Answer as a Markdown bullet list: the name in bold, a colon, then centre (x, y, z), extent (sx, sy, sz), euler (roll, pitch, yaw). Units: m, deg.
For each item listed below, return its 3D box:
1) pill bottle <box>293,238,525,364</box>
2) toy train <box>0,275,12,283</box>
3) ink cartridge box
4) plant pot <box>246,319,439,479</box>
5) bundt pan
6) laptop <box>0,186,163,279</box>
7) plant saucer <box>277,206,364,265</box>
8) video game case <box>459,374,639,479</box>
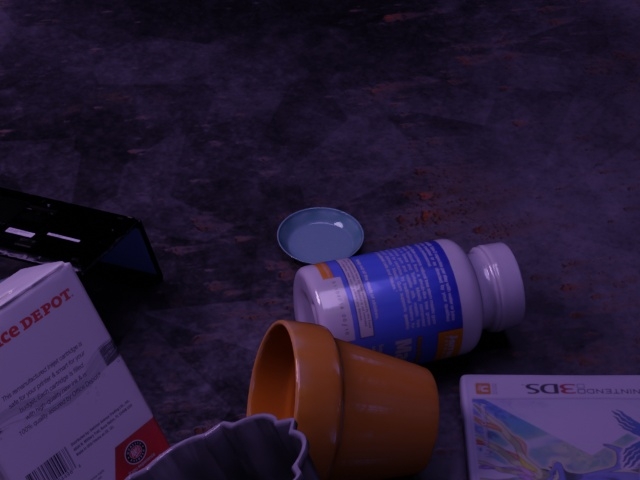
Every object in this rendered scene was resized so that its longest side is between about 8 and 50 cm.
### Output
- **pill bottle**: centre (0.113, 0.082, 2.142), extent (0.272, 0.152, 0.152), euler (-11, 42, -13)
- **toy train**: centre (-0.424, 0.145, 2.032), extent (0.333, 0.190, 0.142), euler (-18, 45, -20)
- **ink cartridge box**: centre (-0.318, 0.187, 1.915), extent (0.197, 0.273, 0.114), euler (-37, 20, -35)
- **plant pot**: centre (0.030, 0.204, 1.986), extent (0.187, 0.205, 0.205), euler (7, 39, -17)
- **bundt pan**: centre (-0.124, 0.333, 1.775), extent (0.330, 0.124, 0.331), euler (-29, 20, 12)
- **laptop**: centre (-0.354, 0.018, 2.168), extent (0.234, 0.137, 0.264), euler (12, 26, 14)
- **plant saucer**: centre (0.000, 0.000, 2.332), extent (0.119, 0.021, 0.119), euler (0, 41, 0)
- **video game case**: centre (0.323, 0.283, 2.002), extent (0.299, 0.036, 0.329), euler (0, 41, -1)
